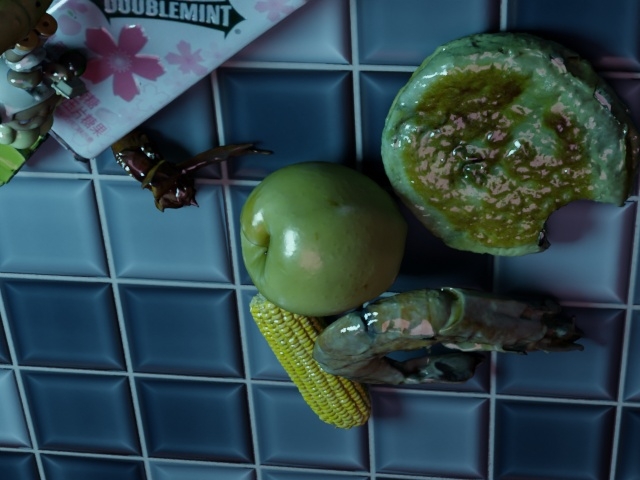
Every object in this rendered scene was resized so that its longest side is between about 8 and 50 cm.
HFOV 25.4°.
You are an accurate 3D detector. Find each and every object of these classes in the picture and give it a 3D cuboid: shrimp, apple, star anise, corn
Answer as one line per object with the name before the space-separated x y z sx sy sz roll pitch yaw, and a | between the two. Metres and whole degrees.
shrimp | 0.162 0.128 1.769 0.360 0.085 0.247 -1 153 -18
apple | 0.000 0.000 1.672 0.200 0.200 0.200 5 128 7
star anise | -0.161 -0.101 1.700 0.144 0.158 0.140 -48 122 0
corn | -0.011 0.150 1.854 0.081 0.081 0.248 -18 123 22

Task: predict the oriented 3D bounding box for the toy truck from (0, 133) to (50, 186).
toy truck | -0.455 -0.150 1.665 0.260 0.135 0.128 33 125 -24

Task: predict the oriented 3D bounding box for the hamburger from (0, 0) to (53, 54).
hamburger | -0.407 -0.263 1.359 0.318 0.277 0.195 -26 128 -10

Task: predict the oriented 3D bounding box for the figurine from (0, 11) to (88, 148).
figurine | -0.308 -0.166 1.503 0.093 0.147 0.197 53 152 -2

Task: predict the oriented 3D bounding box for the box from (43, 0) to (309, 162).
box | -0.196 -0.247 1.565 0.370 0.112 0.190 -33 114 29

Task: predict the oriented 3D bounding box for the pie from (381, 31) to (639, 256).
pie | 0.213 -0.105 1.626 0.303 0.067 0.302 5 127 6
